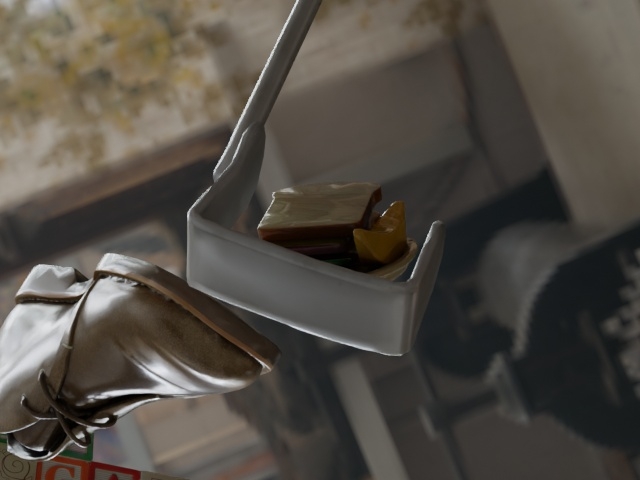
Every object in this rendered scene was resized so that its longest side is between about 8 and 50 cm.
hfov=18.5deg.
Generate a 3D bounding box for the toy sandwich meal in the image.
[{"bbox_3d":[0.000,0.000,0.773,0.085,0.085,0.029,-137,36,-72],"label":"toy sandwich meal"}]

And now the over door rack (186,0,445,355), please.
[{"bbox_3d":[-0.011,-0.173,0.467,0.324,0.108,0.239,-84,-3,-49],"label":"over door rack"}]

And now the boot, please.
[{"bbox_3d":[-0.121,0.079,1.128,0.112,0.115,0.305,40,160,-18],"label":"boot"}]

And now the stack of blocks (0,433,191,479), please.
[{"bbox_3d":[-0.218,0.228,1.567,0.087,0.297,0.171,118,159,-45],"label":"stack of blocks"}]
